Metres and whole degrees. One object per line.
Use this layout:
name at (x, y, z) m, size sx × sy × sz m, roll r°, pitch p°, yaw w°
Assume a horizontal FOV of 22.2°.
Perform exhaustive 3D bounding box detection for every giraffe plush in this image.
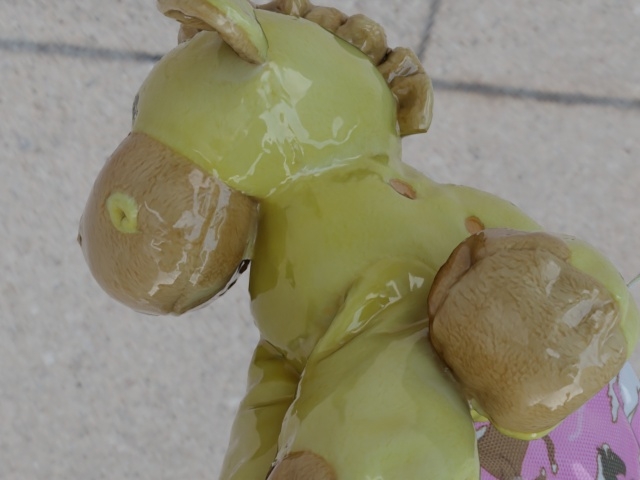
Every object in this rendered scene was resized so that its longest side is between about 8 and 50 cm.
giraffe plush at (0.000, 0.000, 0.516) m, size 0.210 × 0.170 × 0.181 m, roll -44°, pitch 177°, yaw -32°

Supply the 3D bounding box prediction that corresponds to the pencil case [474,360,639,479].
pencil case at (0.027, 0.166, 0.643) m, size 0.160 × 0.386 × 0.167 m, roll -17°, pitch 113°, yaw 30°
